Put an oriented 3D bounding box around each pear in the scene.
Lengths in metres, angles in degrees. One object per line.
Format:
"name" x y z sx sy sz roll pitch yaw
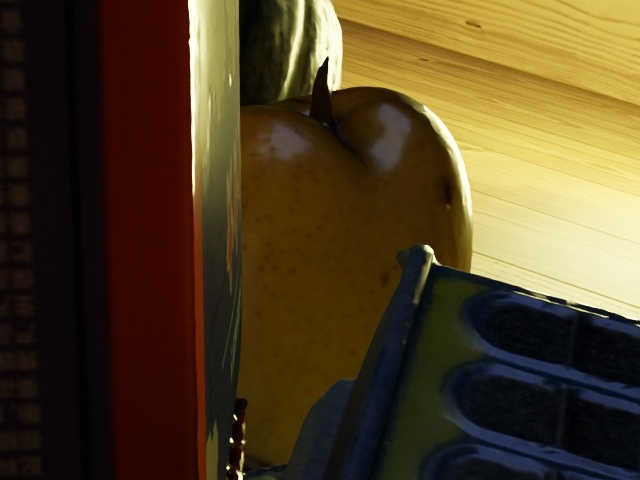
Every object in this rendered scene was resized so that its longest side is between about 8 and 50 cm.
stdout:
"pear" 0.000 0.001 0.966 0.267 0.178 0.267 32 18 -11

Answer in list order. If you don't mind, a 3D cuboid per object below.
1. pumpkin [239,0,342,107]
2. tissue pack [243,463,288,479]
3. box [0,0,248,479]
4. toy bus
"pumpkin" -0.143 -0.141 1.352 0.323 0.241 0.323 24 1 -1
"tissue pack" 0.039 0.155 0.664 0.173 0.073 0.235 -4 21 -43
"box" -0.200 -0.013 0.598 0.348 0.257 0.318 -1 14 -2
"toy bus" 0.059 0.148 0.402 0.190 0.152 0.312 16 30 4
